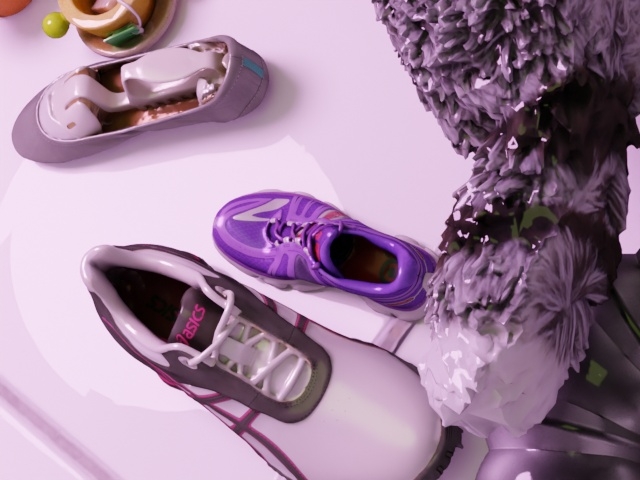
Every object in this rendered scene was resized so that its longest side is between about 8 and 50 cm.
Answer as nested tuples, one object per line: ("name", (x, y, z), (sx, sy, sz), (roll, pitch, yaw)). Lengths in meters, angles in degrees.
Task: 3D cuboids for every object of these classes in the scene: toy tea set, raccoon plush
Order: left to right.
("toy tea set", (-0.150, -0.259, 1.127), (0.336, 0.124, 0.200), (-39, 64, 8))
("raccoon plush", (0.042, -0.134, 0.909), (0.299, 0.216, 0.446), (8, 64, 41))

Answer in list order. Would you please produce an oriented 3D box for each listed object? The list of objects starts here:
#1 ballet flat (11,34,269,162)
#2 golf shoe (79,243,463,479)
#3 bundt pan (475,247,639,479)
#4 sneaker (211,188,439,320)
("ballet flat", (-0.143, -0.108, 1.112), (0.213, 0.068, 0.072), (-11, 71, 20))
("golf shoe", (-0.041, 0.084, 0.989), (0.273, 0.120, 0.105), (25, 84, 25))
("bundt pan", (0.230, 0.133, 0.859), (0.331, 0.124, 0.330), (-6, 74, 21))
("sneaker", (0.000, 0.000, 1.021), (0.170, 0.071, 0.068), (14, 81, 26))
